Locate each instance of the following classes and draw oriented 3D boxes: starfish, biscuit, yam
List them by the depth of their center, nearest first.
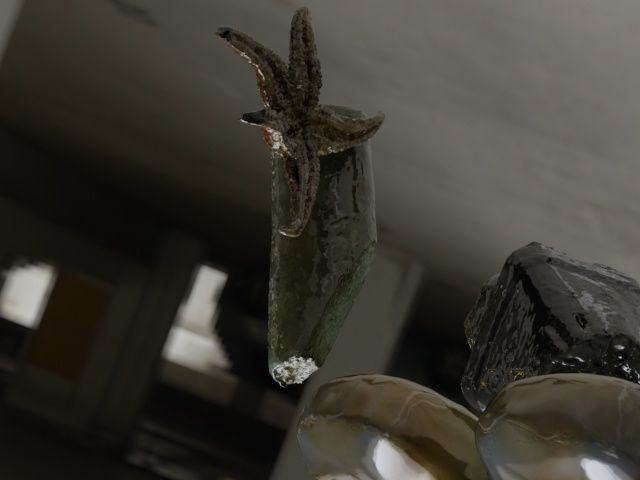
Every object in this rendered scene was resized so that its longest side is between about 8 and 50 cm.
[{"bbox_3d":[0.145,0.147,0.851,0.291,0.062,0.237,40,158,-22],"label":"biscuit"},{"bbox_3d":[-0.015,-0.100,1.674,0.057,0.213,0.238,-12,167,28],"label":"starfish"},{"bbox_3d":[0.000,0.000,1.759,0.106,0.259,0.106,-2,155,-1],"label":"yam"}]

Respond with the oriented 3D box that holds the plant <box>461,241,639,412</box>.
[{"bbox_3d":[0.215,0.098,1.745,0.142,0.164,0.256,17,-169,-16],"label":"plant"}]
